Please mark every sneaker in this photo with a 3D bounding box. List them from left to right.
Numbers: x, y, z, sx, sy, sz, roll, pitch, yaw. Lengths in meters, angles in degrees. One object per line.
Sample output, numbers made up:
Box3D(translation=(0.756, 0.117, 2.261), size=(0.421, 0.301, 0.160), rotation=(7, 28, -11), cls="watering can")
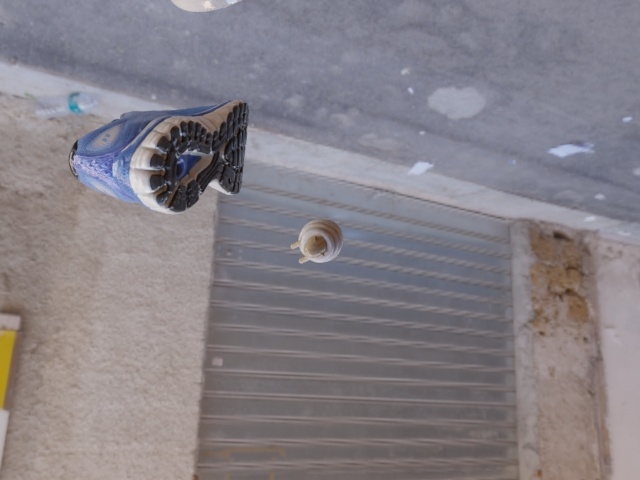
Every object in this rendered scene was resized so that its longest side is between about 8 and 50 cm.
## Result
Box3D(translation=(-0.185, -0.118, 0.761), size=(0.147, 0.129, 0.330), rotation=(10, -167, 11), cls="sneaker")

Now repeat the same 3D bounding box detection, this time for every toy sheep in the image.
Box3D(translation=(0.000, 0.000, 1.152), size=(0.091, 0.091, 0.132), rotation=(-2, -159, 17), cls="toy sheep")

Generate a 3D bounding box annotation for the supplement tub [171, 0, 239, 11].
Box3D(translation=(-0.168, -0.436, 0.726), size=(0.191, 0.191, 0.272), rotation=(-3, 147, 18), cls="supplement tub")
